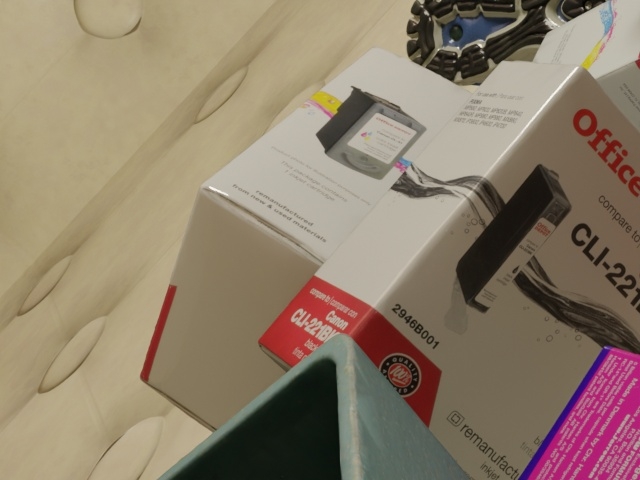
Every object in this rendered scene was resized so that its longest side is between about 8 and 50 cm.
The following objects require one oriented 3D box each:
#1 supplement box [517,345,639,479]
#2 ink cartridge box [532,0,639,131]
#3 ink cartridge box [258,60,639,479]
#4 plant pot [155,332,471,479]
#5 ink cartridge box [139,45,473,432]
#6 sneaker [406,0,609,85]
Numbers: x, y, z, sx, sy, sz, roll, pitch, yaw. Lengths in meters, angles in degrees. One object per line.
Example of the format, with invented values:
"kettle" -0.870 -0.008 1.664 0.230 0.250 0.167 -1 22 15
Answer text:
"supplement box" 0.208 0.142 0.603 0.114 0.111 0.220 -55 21 -7
"ink cartridge box" 0.262 -0.118 0.980 0.176 0.128 0.127 -23 30 47
"ink cartridge box" 0.126 0.039 0.851 0.273 0.197 0.114 -50 21 -8
"plant pot" 0.010 0.251 0.594 0.248 0.252 0.247 -40 21 16
"ink cartridge box" 0.000 0.000 1.056 0.306 0.131 0.226 -47 -17 -50
"sneaker" 0.249 -0.205 1.152 0.330 0.147 0.130 1 91 37
